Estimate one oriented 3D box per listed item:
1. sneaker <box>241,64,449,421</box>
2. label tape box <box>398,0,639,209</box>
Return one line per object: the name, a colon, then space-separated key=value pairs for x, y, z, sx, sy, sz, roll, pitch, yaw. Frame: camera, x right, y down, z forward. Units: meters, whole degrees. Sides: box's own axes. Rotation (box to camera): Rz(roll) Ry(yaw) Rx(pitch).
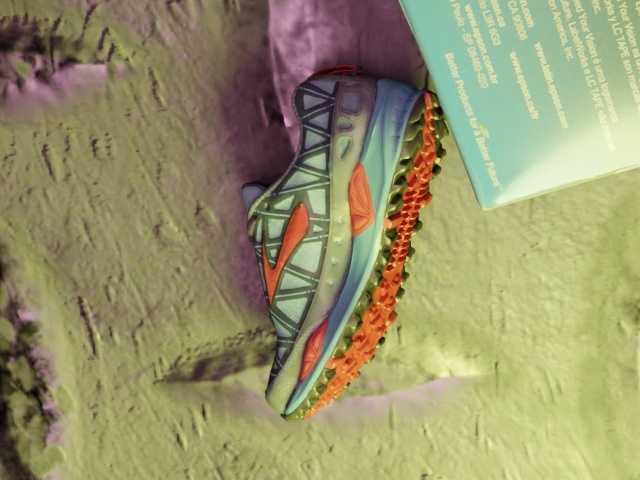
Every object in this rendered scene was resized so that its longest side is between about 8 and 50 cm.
sneaker: x=0.000 y=0.000 z=1.052 sx=0.125 sy=0.104 sz=0.261 roll=24 pitch=107 yaw=21
label tape box: x=0.222 y=-0.190 z=0.902 sx=0.348 sy=0.115 sz=0.249 roll=-17 pitch=117 yaw=13
